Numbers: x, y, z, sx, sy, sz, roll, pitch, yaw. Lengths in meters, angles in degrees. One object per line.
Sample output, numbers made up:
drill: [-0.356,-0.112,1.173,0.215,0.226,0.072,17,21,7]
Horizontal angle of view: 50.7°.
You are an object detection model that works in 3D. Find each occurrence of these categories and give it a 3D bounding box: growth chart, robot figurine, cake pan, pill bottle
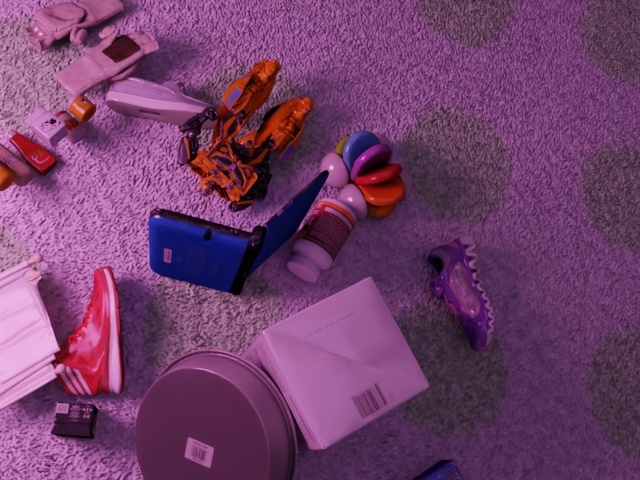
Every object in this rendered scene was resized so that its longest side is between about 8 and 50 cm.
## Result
growth chart: [-0.517,0.155,1.118,0.171,0.021,0.237,-23,70,-2]
robot figurine: [-0.141,-0.200,1.295,0.211,0.085,0.291,43,64,-25]
cake pan: [-0.177,0.321,1.064,0.293,0.054,0.293,1,93,25]
pill bottle: [0.000,0.000,1.295,0.086,0.086,0.152,32,67,-2]

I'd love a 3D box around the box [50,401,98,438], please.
box: [-0.399,0.293,1.099,0.062,0.083,0.052,7,69,-11]

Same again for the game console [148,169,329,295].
game console: [-0.148,-0.028,1.157,0.250,0.293,0.173,16,68,-8]

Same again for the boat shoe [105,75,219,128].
boat shoe: [-0.300,-0.278,1.317,0.227,0.079,0.081,10,74,-7]

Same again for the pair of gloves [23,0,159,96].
pair of gloves: [-0.449,-0.396,1.312,0.204,0.042,0.240,-32,65,-20]

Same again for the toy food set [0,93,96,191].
toy food set: [-0.522,-0.189,1.214,0.104,0.111,0.232,40,70,1]

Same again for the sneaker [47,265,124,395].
sneaker: [-0.404,0.154,1.145,0.128,0.087,0.221,-5,72,-17]

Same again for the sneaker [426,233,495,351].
sneaker: [0.270,0.106,1.331,0.104,0.095,0.237,-7,69,-9]

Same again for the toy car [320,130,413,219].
toy car: [0.100,-0.139,1.339,0.159,0.136,0.182,-26,80,-20]

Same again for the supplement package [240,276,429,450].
supplement package: [0.011,0.217,1.130,0.199,0.263,0.198,-25,80,-20]

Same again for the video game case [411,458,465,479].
video game case: [0.182,0.558,1.169,0.269,0.061,0.244,-26,81,-21]
